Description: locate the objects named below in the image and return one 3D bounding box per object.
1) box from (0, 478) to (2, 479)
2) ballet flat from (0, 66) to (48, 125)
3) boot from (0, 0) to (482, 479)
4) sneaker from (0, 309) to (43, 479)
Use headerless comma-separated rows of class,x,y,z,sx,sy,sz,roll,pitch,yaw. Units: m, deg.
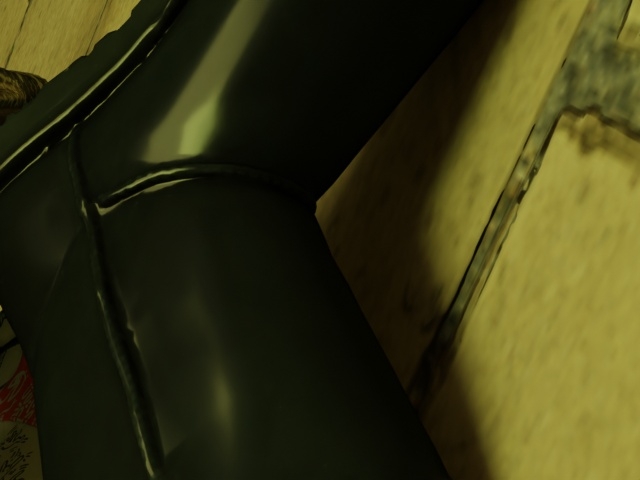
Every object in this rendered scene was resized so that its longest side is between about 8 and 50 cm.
box,-0.183,0.156,0.419,0.213,0.243,0.117,-34,-8,-43
ballet flat,-0.235,-0.031,0.710,0.483,0.182,0.164,-116,41,-83
boot,0.000,0.000,0.429,0.246,0.094,0.207,-38,52,16
sneaker,-0.092,0.057,0.587,0.270,0.090,0.145,176,109,-69
